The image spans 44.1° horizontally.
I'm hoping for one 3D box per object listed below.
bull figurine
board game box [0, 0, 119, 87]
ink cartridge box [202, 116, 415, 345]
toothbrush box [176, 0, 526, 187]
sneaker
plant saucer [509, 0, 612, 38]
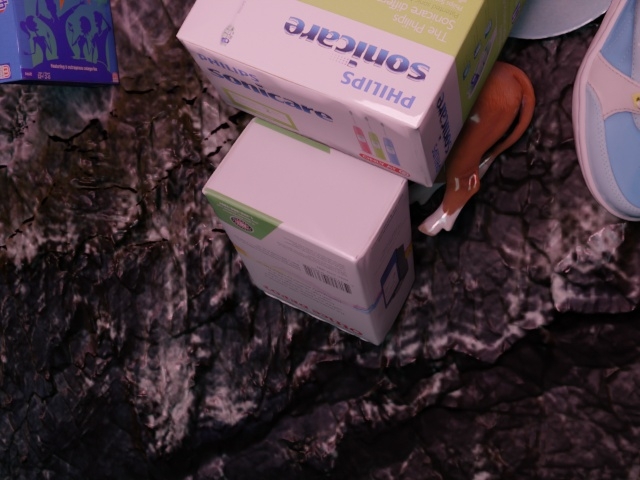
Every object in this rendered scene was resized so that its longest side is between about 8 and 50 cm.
[{"bbox_3d":[0.043,-0.142,0.763,0.310,0.101,0.189,27,112,20],"label":"bull figurine"},{"bbox_3d":[-0.297,-0.276,0.859,0.047,0.160,0.211,-2,98,24],"label":"board game box"},{"bbox_3d":[0.000,0.000,0.741,0.154,0.212,0.093,24,68,20],"label":"ink cartridge box"},{"bbox_3d":[0.053,-0.219,0.631,0.206,0.122,0.283,24,79,19],"label":"toothbrush box"},{"bbox_3d":[0.280,-0.143,0.578,0.127,0.208,0.319,8,111,3],"label":"sneaker"},{"bbox_3d":[0.197,-0.279,0.704,0.194,0.037,0.195,5,101,24],"label":"plant saucer"}]
